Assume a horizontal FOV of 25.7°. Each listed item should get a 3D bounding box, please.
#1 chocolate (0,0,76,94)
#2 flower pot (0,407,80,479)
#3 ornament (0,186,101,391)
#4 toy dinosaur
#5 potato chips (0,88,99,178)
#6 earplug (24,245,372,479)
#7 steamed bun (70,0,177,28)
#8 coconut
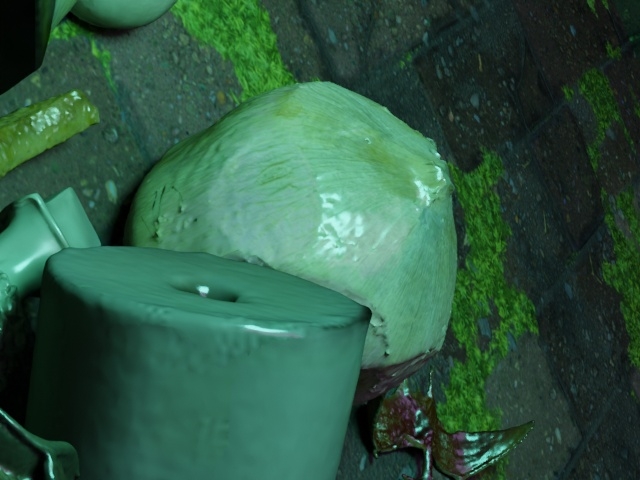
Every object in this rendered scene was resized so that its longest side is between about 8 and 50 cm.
[{"bbox_3d":[-0.360,-0.331,1.346,0.326,0.314,0.297,92,14,-44],"label":"chocolate"},{"bbox_3d":[-0.321,0.261,1.136,0.302,0.301,0.213,37,46,-41],"label":"flower pot"},{"bbox_3d":[-0.312,0.036,1.406,0.130,0.120,0.285,53,36,-22],"label":"ornament"},{"bbox_3d":[0.165,0.257,1.997,0.327,0.113,0.207,48,40,-28],"label":"toy dinosaur"},{"bbox_3d":[-0.362,-0.062,1.424,0.407,0.080,0.057,-51,133,-54],"label":"potato chips"},{"bbox_3d":[-0.133,0.227,1.353,0.312,0.312,0.394,-4,105,-56],"label":"earplug"},{"bbox_3d":[-0.239,-0.376,1.690,0.232,0.145,0.232,30,51,-46],"label":"steamed bun"},{"bbox_3d":[0.000,0.000,1.656,0.404,0.404,0.405,30,51,-45],"label":"coconut"}]
